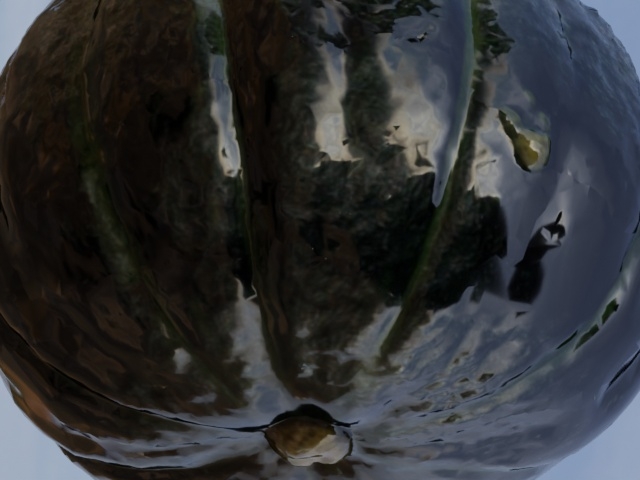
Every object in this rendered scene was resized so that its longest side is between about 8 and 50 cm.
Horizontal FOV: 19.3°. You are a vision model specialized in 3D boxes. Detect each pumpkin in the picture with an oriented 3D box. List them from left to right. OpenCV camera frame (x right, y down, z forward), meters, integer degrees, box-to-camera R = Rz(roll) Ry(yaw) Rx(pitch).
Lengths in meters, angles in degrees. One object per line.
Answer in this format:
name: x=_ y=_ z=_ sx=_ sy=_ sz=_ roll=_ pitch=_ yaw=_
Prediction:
pumpkin: x=0.000 y=0.000 z=0.581 sx=0.220 sy=0.220 sz=0.162 roll=122 pitch=-21 yaw=-46
